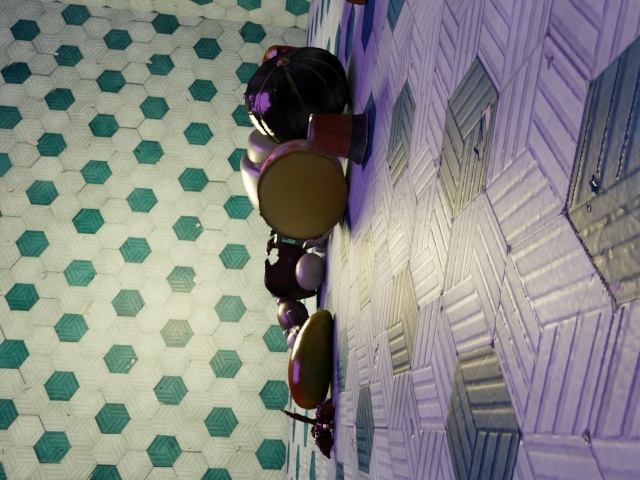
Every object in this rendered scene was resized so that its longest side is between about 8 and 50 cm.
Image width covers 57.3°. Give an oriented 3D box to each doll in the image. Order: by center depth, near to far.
[{"bbox_3d":[-0.081,0.302,2.072,0.257,0.117,0.182,61,176,38],"label":"doll"}]

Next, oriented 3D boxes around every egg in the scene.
[{"bbox_3d":[-0.035,0.107,2.044,0.103,0.103,0.135,111,164,-70],"label":"egg"}]

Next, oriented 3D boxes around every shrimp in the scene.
[{"bbox_3d":[-0.070,-0.075,1.980,0.085,0.247,0.360,-28,-20,-46],"label":"shrimp"}]

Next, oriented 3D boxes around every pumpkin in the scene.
[{"bbox_3d":[-0.070,-0.431,1.740,0.323,0.322,0.242,-96,-18,-58],"label":"pumpkin"}]

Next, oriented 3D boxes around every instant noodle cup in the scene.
[{"bbox_3d":[0.040,-0.254,1.411,0.127,0.135,0.127,-175,90,-84],"label":"instant noodle cup"}]

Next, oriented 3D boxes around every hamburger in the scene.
[{"bbox_3d":[-0.039,-0.141,1.691,0.303,0.260,0.186,53,-165,-18],"label":"hamburger"}]

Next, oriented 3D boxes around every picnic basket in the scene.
[{"bbox_3d":[-0.101,0.117,2.211,0.297,0.129,0.223,52,-143,-64],"label":"picnic basket"}]

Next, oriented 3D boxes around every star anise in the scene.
[{"bbox_3d":[-0.032,0.505,1.611,0.140,0.144,0.159,156,119,-74],"label":"star anise"}]

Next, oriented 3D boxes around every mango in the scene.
[{"bbox_3d":[-0.026,0.352,1.730,0.146,0.129,0.289,101,180,-60],"label":"mango"}]

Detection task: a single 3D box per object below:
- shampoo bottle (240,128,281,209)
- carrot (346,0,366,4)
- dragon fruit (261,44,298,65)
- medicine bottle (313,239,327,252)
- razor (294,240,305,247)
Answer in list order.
[{"bbox_3d":[-0.131,-0.254,2.151,0.323,0.322,0.318,-96,6,-59],"label":"shampoo bottle"},{"bbox_3d":[0.106,-0.724,1.515,0.061,0.061,0.210,-154,73,-84],"label":"carrot"},{"bbox_3d":[-0.093,-0.532,2.084,0.305,0.305,0.226,140,144,-82],"label":"dragon fruit"},{"bbox_3d":[0.000,0.000,2.054,0.047,0.047,0.084,-121,35,-80],"label":"medicine bottle"},{"bbox_3d":[-0.037,-0.018,2.305,0.232,0.105,0.068,-63,-22,-81],"label":"razor"}]
